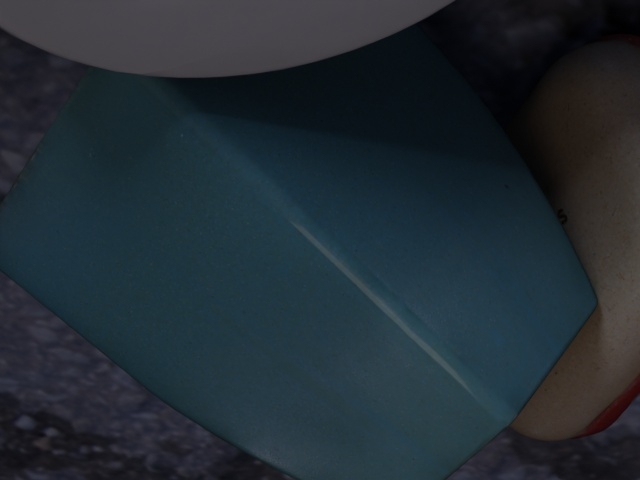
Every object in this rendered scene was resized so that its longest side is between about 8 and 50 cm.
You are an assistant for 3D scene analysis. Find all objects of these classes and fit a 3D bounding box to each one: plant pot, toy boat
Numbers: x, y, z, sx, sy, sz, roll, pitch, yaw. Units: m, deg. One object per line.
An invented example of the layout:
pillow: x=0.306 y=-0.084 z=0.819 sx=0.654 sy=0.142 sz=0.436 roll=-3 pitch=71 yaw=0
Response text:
plant pot: x=0.000 y=0.000 z=0.817 sx=0.234 sy=0.165 sz=0.166 roll=43 pitch=134 yaw=2
toy boat: x=0.164 y=0.003 z=0.905 sx=0.151 sy=0.151 sz=0.231 roll=-5 pitch=147 yaw=-31

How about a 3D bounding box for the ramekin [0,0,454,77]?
ramekin: x=-0.032 y=-0.180 z=0.631 sx=0.277 sy=0.135 sz=0.277 roll=-11 pitch=151 yaw=-6
